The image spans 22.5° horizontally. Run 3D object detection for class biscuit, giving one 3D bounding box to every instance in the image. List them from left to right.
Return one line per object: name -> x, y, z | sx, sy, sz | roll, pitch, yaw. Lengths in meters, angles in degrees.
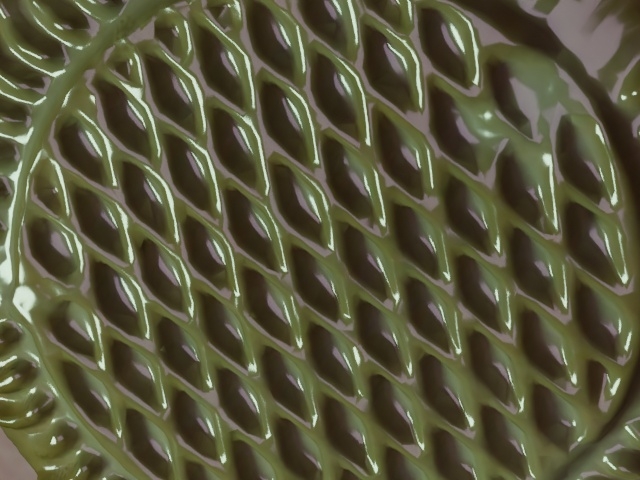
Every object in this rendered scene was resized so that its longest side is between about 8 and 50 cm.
biscuit -> 0.000, 0.000, 0.463 | 0.259, 0.079, 0.259 | 4, 110, 11
